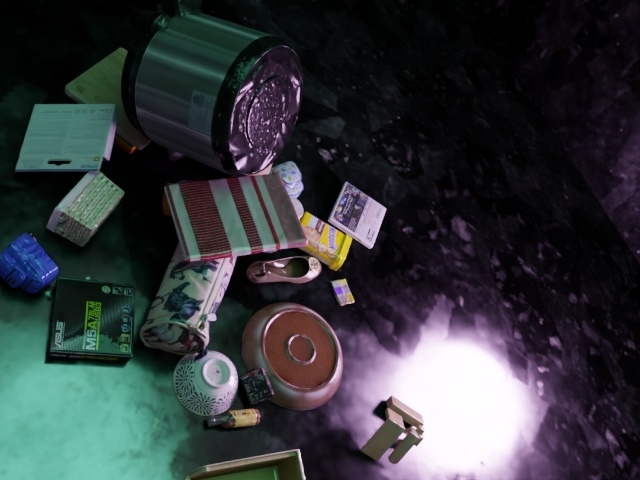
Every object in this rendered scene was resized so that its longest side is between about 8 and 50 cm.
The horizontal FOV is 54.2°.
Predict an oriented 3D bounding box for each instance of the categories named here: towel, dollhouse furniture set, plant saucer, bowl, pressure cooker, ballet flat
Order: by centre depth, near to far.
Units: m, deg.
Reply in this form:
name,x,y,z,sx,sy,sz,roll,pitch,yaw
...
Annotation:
name,x,y,z,sx,sy,sz,roll,pitch,yaw
bowl,-0.267,0.335,1.533,0.170,0.080,0.170,17,53,-23
pressure cooker,-0.301,-0.397,1.614,0.420,0.375,0.370,23,78,20
towel,-0.218,-0.062,1.622,0.329,0.037,0.237,-8,60,-27
plant saucer,-0.062,0.303,1.709,0.310,0.050,0.311,17,52,-24
dollhouse furniture set,0.202,0.535,1.742,0.144,0.123,0.151,35,14,-9
ballet flat,-0.097,0.081,1.820,0.250,0.058,0.084,-2,63,-34
towel,0.068,0.158,1.910,0.060,0.009,0.083,-7,66,-35

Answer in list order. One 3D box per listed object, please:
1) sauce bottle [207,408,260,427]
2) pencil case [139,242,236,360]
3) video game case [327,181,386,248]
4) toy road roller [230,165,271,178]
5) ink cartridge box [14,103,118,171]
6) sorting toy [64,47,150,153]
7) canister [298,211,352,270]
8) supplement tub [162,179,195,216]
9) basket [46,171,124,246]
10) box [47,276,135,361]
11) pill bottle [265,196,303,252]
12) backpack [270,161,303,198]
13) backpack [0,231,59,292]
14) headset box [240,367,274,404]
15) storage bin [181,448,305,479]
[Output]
name,x,y,z,sx,sy,sz,roll,pitch,yaw
sauce bottle,-0.212,0.436,1.528,0.128,0.042,0.042,4,59,-33
pencil case,-0.304,0.095,1.596,0.160,0.183,0.410,63,31,-42
video game case,0.125,-0.087,2.098,0.173,0.022,0.190,33,50,-11
toy road roller,-0.259,-0.323,1.894,0.240,0.202,0.329,10,55,-10
ink cartridge box,-0.652,-0.257,1.621,0.223,0.045,0.224,1,60,2
sorting toy,-0.557,-0.395,1.810,0.257,0.089,0.255,38,48,-6
canister,0.000,0.000,1.927,0.170,0.073,0.126,30,49,-11
supplement tub,-0.336,-0.105,1.747,0.190,0.117,0.117,6,58,-30
basket,-0.588,-0.080,1.574,0.103,0.113,0.167,38,48,-12
box,-0.537,0.187,1.478,0.184,0.045,0.191,12,55,-29
pill bottle,-0.123,-0.048,1.801,0.103,0.184,0.103,16,54,-23
backpack,-0.109,-0.186,1.968,0.105,0.084,0.114,-26,80,-38
backpack,-0.675,0.064,1.435,0.120,0.098,0.101,47,45,-10
headset box,-0.162,0.367,1.591,0.062,0.032,0.083,-26,72,3
storage bin,-0.158,0.627,1.385,0.260,0.123,0.262,2,61,-32
